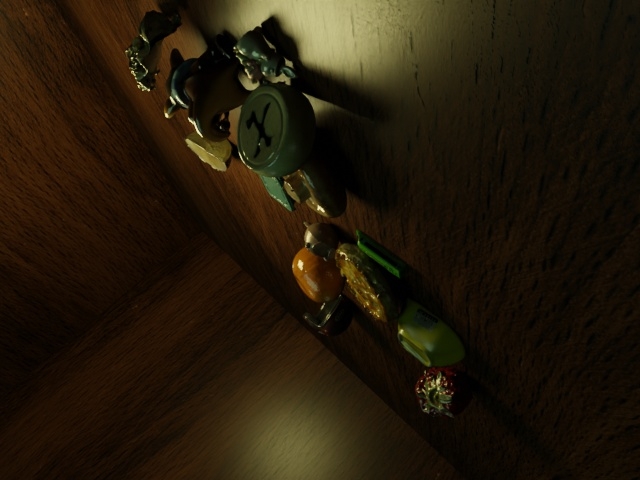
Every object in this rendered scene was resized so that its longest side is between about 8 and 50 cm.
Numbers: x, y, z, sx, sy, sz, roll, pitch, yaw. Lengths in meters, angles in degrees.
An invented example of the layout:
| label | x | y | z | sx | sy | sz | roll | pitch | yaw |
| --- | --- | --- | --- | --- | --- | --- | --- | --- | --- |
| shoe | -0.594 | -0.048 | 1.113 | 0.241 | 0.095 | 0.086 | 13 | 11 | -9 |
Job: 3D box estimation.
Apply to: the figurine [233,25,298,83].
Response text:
| label | x | y | z | sx | sy | sz | roll | pitch | yaw |
| --- | --- | --- | --- | --- | --- | --- | --- | --- | --- |
| figurine | -0.129 | -0.411 | 1.300 | 0.146 | 0.081 | 0.098 | 49 | 128 | -6 |

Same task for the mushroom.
| label | x | y | z | sx | sy | sz | roll | pitch | yaw |
| --- | --- | --- | --- | --- | --- | --- | --- | --- | --- |
| mushroom | -0.033 | -0.173 | 1.506 | 0.278 | 0.146 | 0.278 | 46 | 172 | 8 |

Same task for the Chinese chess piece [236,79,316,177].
| label | x | y | z | sx | sy | sz | roll | pitch | yaw |
| --- | --- | --- | --- | --- | --- | --- | --- | --- | --- |
| Chinese chess piece | -0.114 | -0.270 | 1.364 | 0.092 | 0.238 | 0.238 | 1 | -158 | -42 |

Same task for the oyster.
| label | x | y | z | sx | sy | sz | roll | pitch | yaw |
| --- | --- | --- | --- | --- | --- | --- | --- | --- | --- |
| oyster | -0.489 | -0.564 | 1.604 | 0.114 | 0.238 | 0.351 | 19 | -153 | -25 |

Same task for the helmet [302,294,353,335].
| label | x | y | z | sx | sy | sz | roll | pitch | yaw |
| --- | --- | --- | --- | --- | --- | --- | --- | --- | --- |
| helmet | 0.042 | 0.317 | 2.412 | 0.193 | 0.189 | 0.216 | 41 | 162 | -11 |

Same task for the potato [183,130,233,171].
| label | x | y | z | sx | sy | sz | roll | pitch | yaw |
| --- | --- | --- | --- | --- | --- | --- | --- | --- | --- |
| potato | -0.405 | -0.346 | 2.176 | 0.243 | 0.098 | 0.138 | 33 | 164 | 25 |

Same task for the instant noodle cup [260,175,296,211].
| label | x | y | z | sx | sy | sz | roll | pitch | yaw |
| --- | --- | --- | --- | --- | --- | --- | --- | --- | --- |
| instant noodle cup | -0.137 | -0.198 | 1.861 | 0.157 | 0.070 | 0.179 | 37 | 162 | 39 |

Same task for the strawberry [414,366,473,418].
| label | x | y | z | sx | sy | sz | roll | pitch | yaw |
| --- | --- | --- | --- | --- | --- | --- | --- | --- | --- |
| strawberry | 0.435 | 0.517 | 1.912 | 0.201 | 0.187 | 0.184 | 11 | -160 | -40 |

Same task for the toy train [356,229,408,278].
| label | x | y | z | sx | sy | sz | roll | pitch | yaw |
| --- | --- | --- | --- | --- | --- | --- | --- | --- | --- |
| toy train | 0.169 | 0.039 | 1.667 | 0.209 | 0.042 | 0.044 | 37 | 161 | 33 |

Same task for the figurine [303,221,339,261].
| label | x | y | z | sx | sy | sz | roll | pitch | yaw |
| --- | --- | --- | --- | --- | --- | --- | --- | --- | --- |
| figurine | 0.000 | 0.000 | 1.880 | 0.125 | 0.125 | 0.138 | 59 | 179 | -36 |

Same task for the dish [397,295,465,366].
| label | x | y | z | sx | sy | sz | roll | pitch | yaw |
| --- | --- | --- | --- | --- | --- | --- | --- | --- | --- |
| dish | 0.329 | 0.312 | 1.783 | 0.262 | 0.108 | 0.221 | 40 | 162 | 25 |

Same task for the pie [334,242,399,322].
| label | x | y | z | sx | sy | sz | roll | pitch | yaw |
| --- | --- | --- | --- | --- | --- | --- | --- | --- | --- |
| pie | 0.156 | 0.141 | 1.804 | 0.315 | 0.092 | 0.315 | 55 | 169 | 15 |

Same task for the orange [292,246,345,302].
| label | x | y | z | sx | sy | sz | roll | pitch | yaw |
| --- | --- | --- | --- | --- | --- | --- | --- | --- | --- |
| orange | -0.001 | 0.124 | 2.090 | 0.240 | 0.171 | 0.240 | 51 | 166 | 18 |

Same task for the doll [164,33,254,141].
| label | x | y | z | sx | sy | sz | roll | pitch | yaw |
| --- | --- | --- | --- | --- | --- | --- | --- | --- | --- |
| doll | -0.317 | -0.427 | 1.615 | 0.339 | 0.209 | 0.318 | 25 | 121 | 50 |
